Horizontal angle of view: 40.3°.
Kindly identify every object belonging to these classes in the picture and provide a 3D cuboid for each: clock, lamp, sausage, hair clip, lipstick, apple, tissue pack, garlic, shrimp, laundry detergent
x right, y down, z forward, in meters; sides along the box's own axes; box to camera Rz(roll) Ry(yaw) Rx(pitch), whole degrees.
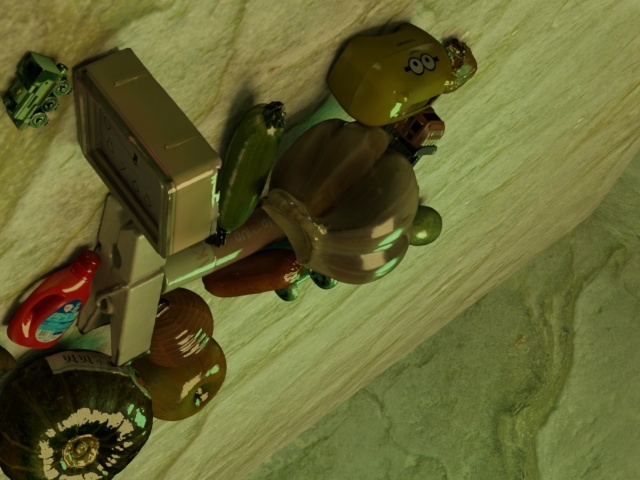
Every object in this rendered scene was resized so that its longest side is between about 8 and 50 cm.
[{"bbox_3d":[-0.192,-0.095,0.959,0.071,0.192,0.147,-29,158,-27],"label":"clock"},{"bbox_3d":[-0.246,0.144,1.459,0.136,0.136,0.136,-36,160,-15],"label":"lamp"},{"bbox_3d":[-0.116,0.056,1.493,0.197,0.076,0.076,-9,180,33],"label":"sausage"},{"bbox_3d":[-0.282,0.057,1.270,0.085,0.101,0.331,-22,151,-37],"label":"hair clip"},{"bbox_3d":[-0.167,0.010,1.415,0.254,0.070,0.070,-25,155,-39],"label":"lipstick"},{"bbox_3d":[-0.268,0.241,1.606,0.182,0.155,0.182,-34,146,-28],"label":"apple"},{"bbox_3d":[0.112,-0.245,1.318,0.178,0.127,0.123,-25,157,-38],"label":"tissue pack"},{"bbox_3d":[0.044,-0.063,1.350,0.292,0.237,0.210,-34,159,-31],"label":"garlic"},{"bbox_3d":[0.242,-0.310,1.555,0.091,0.043,0.184,-38,162,-1],"label":"shrimp"},{"bbox_3d":[-0.367,0.079,1.222,0.165,0.049,0.097,-51,154,18],"label":"laundry detergent"}]

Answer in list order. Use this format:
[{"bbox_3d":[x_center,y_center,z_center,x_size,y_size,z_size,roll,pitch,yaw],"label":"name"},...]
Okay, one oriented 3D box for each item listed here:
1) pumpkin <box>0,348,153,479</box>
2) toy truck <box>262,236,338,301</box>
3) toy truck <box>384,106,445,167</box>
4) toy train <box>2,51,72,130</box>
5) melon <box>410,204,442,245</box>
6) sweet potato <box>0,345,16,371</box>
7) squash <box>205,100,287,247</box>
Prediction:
[{"bbox_3d":[-0.408,0.290,1.408,0.260,0.189,0.260,-18,124,-29],"label":"pumpkin"},{"bbox_3d":[0.000,0.000,1.548,0.155,0.156,0.279,-29,-176,-31],"label":"toy truck"},{"bbox_3d":[0.144,-0.167,1.598,0.083,0.092,0.192,-11,144,-54],"label":"toy truck"},{"bbox_3d":[-0.293,-0.150,0.890,0.083,0.033,0.053,-47,155,17],"label":"toy train"},{"bbox_3d":[0.232,-0.034,2.047,0.131,0.098,0.098,-13,146,-55],"label":"melon"},{"bbox_3d":[-0.472,0.155,1.156,0.077,0.077,0.244,-45,167,10],"label":"sweet potato"},{"bbox_3d":[-0.108,-0.107,1.268,0.080,0.071,0.318,-47,171,-42],"label":"squash"}]
